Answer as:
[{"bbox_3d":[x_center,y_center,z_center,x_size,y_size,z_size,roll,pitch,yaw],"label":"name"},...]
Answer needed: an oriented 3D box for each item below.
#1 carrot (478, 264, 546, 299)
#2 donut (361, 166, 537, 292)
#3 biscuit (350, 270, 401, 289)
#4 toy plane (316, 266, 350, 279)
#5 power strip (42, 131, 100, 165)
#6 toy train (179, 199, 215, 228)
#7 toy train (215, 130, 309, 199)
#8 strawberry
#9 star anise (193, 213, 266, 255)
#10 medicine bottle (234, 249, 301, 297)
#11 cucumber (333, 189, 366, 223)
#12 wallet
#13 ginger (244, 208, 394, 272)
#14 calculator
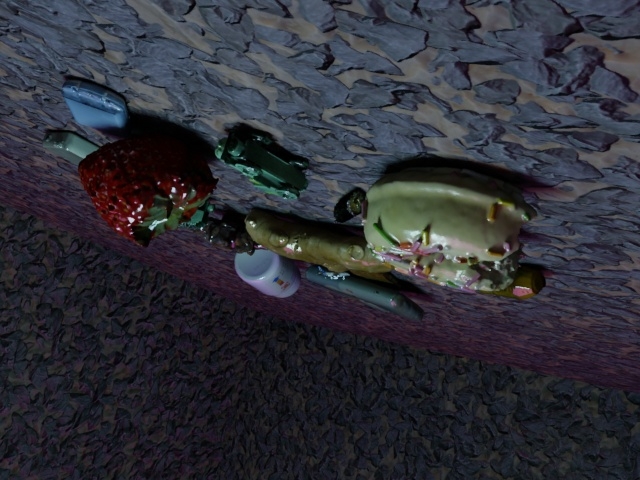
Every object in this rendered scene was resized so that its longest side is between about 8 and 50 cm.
[{"bbox_3d":[0.429,0.094,1.683,0.082,0.082,0.173,26,162,-34],"label":"carrot"},{"bbox_3d":[0.222,-0.014,1.329,0.308,0.150,0.371,14,168,15],"label":"donut"},{"bbox_3d":[0.150,0.097,2.195,0.131,0.026,0.237,12,169,30],"label":"biscuit"},{"bbox_3d":[0.033,0.086,1.871,0.085,0.024,0.078,12,-168,8],"label":"toy plane"},{"bbox_3d":[-0.562,-0.200,1.822,0.118,0.046,0.270,10,167,39],"label":"power strip"},{"bbox_3d":[-0.366,-0.085,1.932,0.172,0.099,0.070,14,168,10],"label":"toy train"},{"bbox_3d":[-0.115,-0.142,1.395,0.132,0.083,0.200,9,165,44],"label":"toy train"},{"bbox_3d":[-0.365,-0.127,1.511,0.257,0.261,0.261,54,174,12],"label":"strawberry"},{"bbox_3d":[-0.242,-0.025,2.007,0.220,0.098,0.214,16,-175,21],"label":"star anise"},{"bbox_3d":[-0.159,0.092,2.307,0.152,0.151,0.254,13,168,20],"label":"medicine bottle"},{"bbox_3d":[0.059,-0.069,1.553,0.053,0.053,0.181,19,170,-10],"label":"cucumber"},{"bbox_3d":[0.152,0.167,2.339,0.360,0.083,0.252,18,173,37],"label":"wallet"},{"bbox_3d":[0.002,0.016,1.837,0.348,0.122,0.363,13,180,-23],"label":"ginger"},{"bbox_3d":[-0.434,-0.254,1.433,0.121,0.039,0.210,20,168,-5],"label":"calculator"}]
